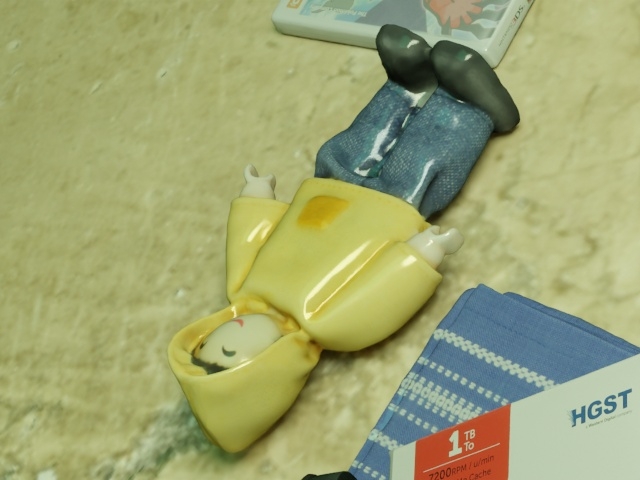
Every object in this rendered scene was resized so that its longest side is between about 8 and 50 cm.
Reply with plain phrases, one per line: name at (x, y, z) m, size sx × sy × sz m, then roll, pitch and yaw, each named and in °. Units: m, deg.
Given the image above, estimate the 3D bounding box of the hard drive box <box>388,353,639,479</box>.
hard drive box at (0.116, 0.193, 0.860) m, size 0.181 × 0.089 × 0.232 m, roll -29°, pitch 45°, yaw 42°

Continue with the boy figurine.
boy figurine at (0.000, 0.000, 1.159) m, size 0.177 × 0.092 × 0.285 m, roll 26°, pitch 72°, yaw 41°

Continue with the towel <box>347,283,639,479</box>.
towel at (0.091, 0.196, 0.996) m, size 0.243 × 0.040 × 0.336 m, roll 24°, pitch 76°, yaw 41°

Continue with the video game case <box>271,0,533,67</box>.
video game case at (0.082, -0.213, 1.305) m, size 0.201 × 0.023 × 0.183 m, roll 15°, pitch 68°, yaw 40°

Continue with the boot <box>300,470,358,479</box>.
boot at (-0.076, 0.244, 0.980) m, size 0.207 × 0.094 × 0.246 m, roll -15°, pitch 47°, yaw 20°
